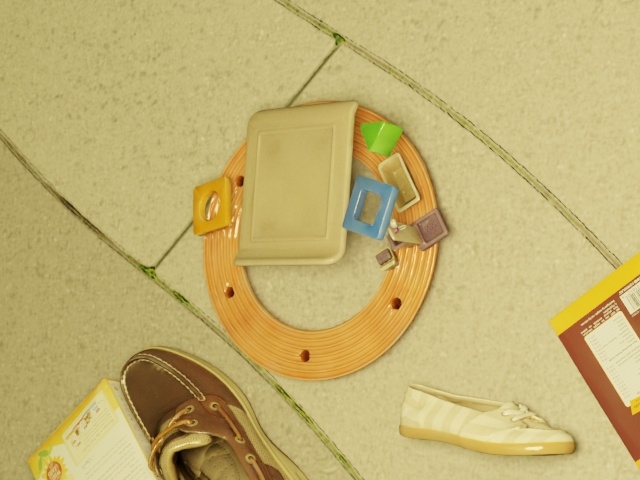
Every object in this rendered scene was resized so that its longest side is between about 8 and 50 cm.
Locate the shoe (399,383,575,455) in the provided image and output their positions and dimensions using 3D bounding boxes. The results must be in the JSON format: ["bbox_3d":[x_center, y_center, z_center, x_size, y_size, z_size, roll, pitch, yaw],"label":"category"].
[{"bbox_3d":[0.179,0.199,1.911,0.219,0.076,0.058,6,92,36],"label":"shoe"}]

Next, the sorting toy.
[{"bbox_3d":[-0.022,-0.063,2.050,0.348,0.047,0.196,-1,78,46],"label":"sorting toy"}]

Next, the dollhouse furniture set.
[{"bbox_3d":[0.071,-0.037,1.974,0.091,0.081,0.114,-33,67,25],"label":"dollhouse furniture set"}]

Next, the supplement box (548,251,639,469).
[{"bbox_3d":[0.377,0.110,1.759,0.191,0.129,0.194,-40,64,23],"label":"supplement box"}]

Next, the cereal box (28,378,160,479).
[{"bbox_3d":[-0.264,0.319,2.193,0.173,0.047,0.240,-45,56,20],"label":"cereal box"}]

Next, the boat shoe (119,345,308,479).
[{"bbox_3d":[-0.143,0.246,2.091,0.342,0.123,0.123,46,109,29],"label":"boat shoe"}]

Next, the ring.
[{"bbox_3d":[0.000,0.000,2.084,0.336,0.032,0.336,-4,82,33],"label":"ring"}]
